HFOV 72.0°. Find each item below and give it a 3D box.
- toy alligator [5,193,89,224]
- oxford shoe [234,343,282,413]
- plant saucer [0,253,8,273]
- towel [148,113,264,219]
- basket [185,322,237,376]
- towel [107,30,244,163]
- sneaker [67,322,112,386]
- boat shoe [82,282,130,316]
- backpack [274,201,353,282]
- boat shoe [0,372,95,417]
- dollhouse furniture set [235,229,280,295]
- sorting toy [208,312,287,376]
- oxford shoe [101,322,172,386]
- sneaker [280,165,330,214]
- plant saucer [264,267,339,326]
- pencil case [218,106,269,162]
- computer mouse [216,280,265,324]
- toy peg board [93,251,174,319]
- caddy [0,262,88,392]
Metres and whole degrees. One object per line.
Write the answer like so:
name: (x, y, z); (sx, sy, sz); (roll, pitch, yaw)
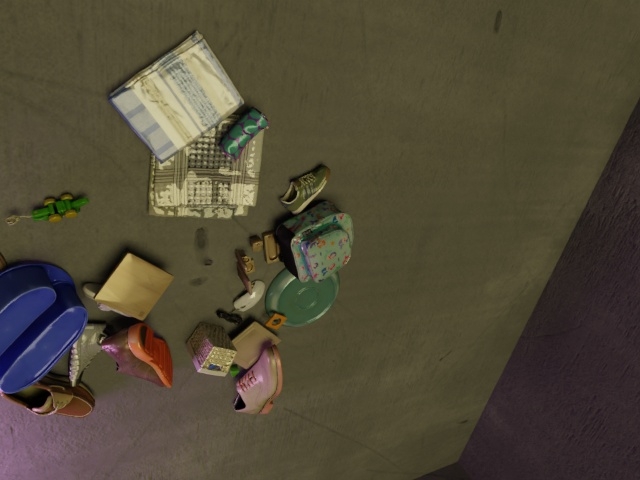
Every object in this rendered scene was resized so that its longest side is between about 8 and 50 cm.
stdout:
toy alligator: (-0.691, -0.071, 1.130); (0.189, 0.056, 0.051); (-20, 167, -19)
oxford shoe: (-0.244, 0.558, 1.707); (0.146, 0.141, 0.397); (1, 127, -24)
plant saucer: (-0.943, 0.097, 1.092); (0.277, 0.041, 0.278); (-15, 125, -23)
towel: (-0.321, -0.206, 1.258); (0.311, 0.056, 0.325); (-2, 120, -30)
basket: (-0.376, 0.372, 1.520); (0.113, 0.167, 0.103); (25, 98, -39)
towel: (-0.357, -0.359, 1.120); (0.285, 0.034, 0.209); (-40, 121, -9)
sneaker: (-0.704, 0.354, 1.366); (0.132, 0.086, 0.229); (2, 116, -34)
boat shoe: (-0.631, 0.184, 1.321); (0.063, 0.066, 0.184); (-51, 140, 5)
backpack: (0.000, 0.000, 1.488); (0.253, 0.191, 0.225); (-36, 137, -26)
boat shoe: (-0.838, 0.477, 1.338); (0.122, 0.120, 0.324); (-41, 131, -2)
dollhouse furniture set: (-0.191, 0.070, 1.462); (0.151, 0.123, 0.144); (-16, 126, -21)
sorting toy: (-0.267, 0.389, 1.667); (0.347, 0.047, 0.196); (-40, 135, 3)
oxford shoe: (-0.579, 0.384, 1.430); (0.132, 0.130, 0.364); (-13, 139, -4)
sneaker: (-0.054, -0.175, 1.426); (0.192, 0.064, 0.086); (-50, 135, 10)
plant saucer: (-0.058, 0.212, 1.685); (0.317, 0.044, 0.318); (-14, 124, -22)
pencil case: (-0.208, -0.291, 1.203); (0.070, 0.064, 0.152); (44, 94, -8)
computer mouse: (-0.269, 0.222, 1.565); (0.193, 0.042, 0.106); (-46, 130, 3)
toy peg board: (-0.553, 0.125, 1.297); (0.161, 0.079, 0.161); (39, 84, -40)
caddy: (-0.797, 0.223, 1.160); (0.341, 0.179, 0.241); (-51, 142, -17)
